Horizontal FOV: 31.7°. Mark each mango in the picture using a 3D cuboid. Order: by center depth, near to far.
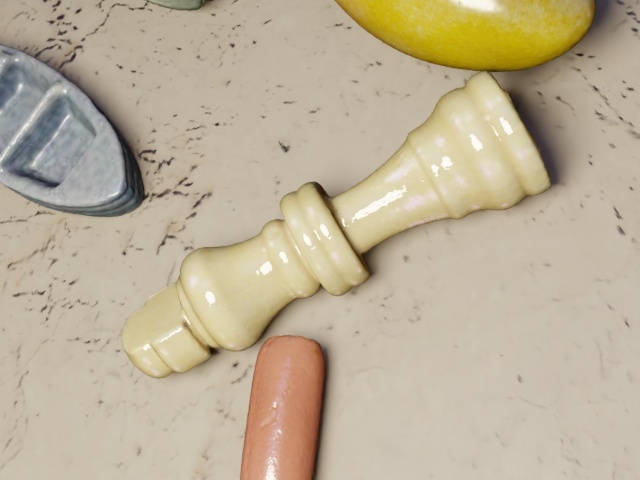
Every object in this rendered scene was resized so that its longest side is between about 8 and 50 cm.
[{"bbox_3d":[0.097,-0.291,1.014,0.221,0.199,0.384,-31,65,-20],"label":"mango"}]

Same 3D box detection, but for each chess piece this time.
[{"bbox_3d":[0.000,0.000,0.977,0.397,0.117,0.117,-30,63,6],"label":"chess piece"}]

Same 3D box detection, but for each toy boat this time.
[{"bbox_3d":[-0.284,-0.106,1.134,0.283,0.078,0.127,33,81,26],"label":"toy boat"}]

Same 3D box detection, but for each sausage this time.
[{"bbox_3d":[-0.032,0.157,0.951,0.062,0.062,0.154,0,68,18],"label":"sausage"}]

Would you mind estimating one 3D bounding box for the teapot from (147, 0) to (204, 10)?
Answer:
[{"bbox_3d":[-0.151,-0.433,1.150,0.300,0.253,0.344,13,75,57],"label":"teapot"}]
